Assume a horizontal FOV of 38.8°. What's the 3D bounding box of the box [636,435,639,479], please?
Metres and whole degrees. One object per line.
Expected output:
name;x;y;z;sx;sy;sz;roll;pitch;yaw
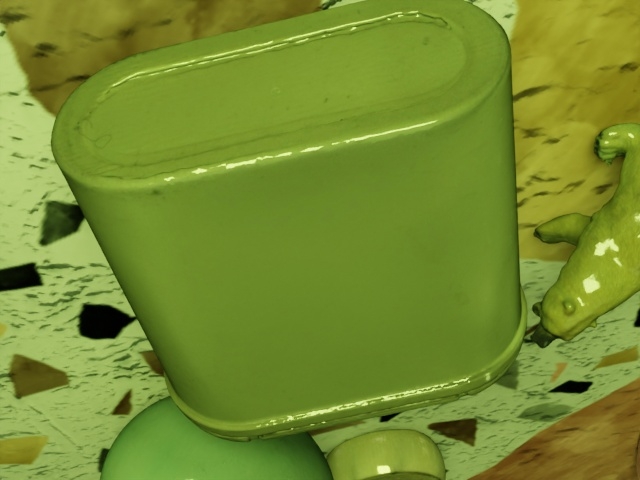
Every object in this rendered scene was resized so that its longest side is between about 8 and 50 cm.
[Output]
box;0.528;0.203;0.934;0.370;0.112;0.190;-13;143;0

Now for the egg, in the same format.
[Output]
egg;-0.077;0.208;0.734;0.168;0.168;0.231;-26;145;19

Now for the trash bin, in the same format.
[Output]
trash bin;0.000;0.000;0.527;0.243;0.121;0.247;-12;141;2

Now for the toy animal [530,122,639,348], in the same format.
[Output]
toy animal;0.222;-0.014;0.566;0.219;0.101;0.103;-18;145;3

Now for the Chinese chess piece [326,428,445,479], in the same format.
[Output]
Chinese chess piece;0.063;0.232;0.899;0.122;0.051;0.122;-5;143;-4
